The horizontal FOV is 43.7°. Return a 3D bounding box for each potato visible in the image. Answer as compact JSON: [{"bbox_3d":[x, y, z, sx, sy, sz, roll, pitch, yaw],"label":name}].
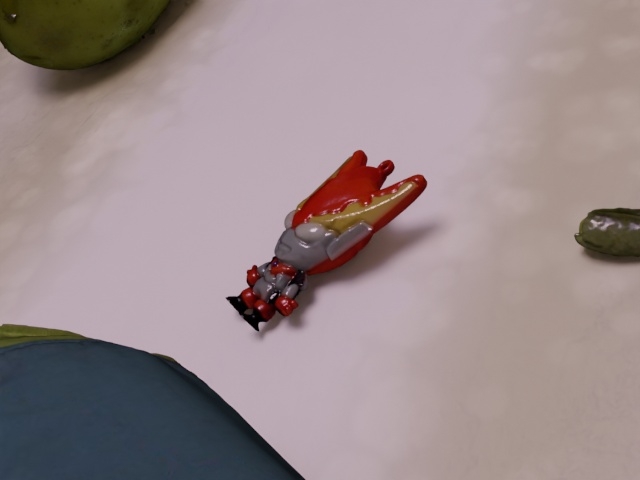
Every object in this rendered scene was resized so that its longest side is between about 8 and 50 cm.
[{"bbox_3d":[-0.275,-0.337,0.957,0.215,0.216,0.304,16,66,36],"label":"potato"}]

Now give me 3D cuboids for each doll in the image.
[{"bbox_3d":[0.000,0.000,0.624,0.169,0.057,0.109,-50,30,-3],"label":"doll"}]

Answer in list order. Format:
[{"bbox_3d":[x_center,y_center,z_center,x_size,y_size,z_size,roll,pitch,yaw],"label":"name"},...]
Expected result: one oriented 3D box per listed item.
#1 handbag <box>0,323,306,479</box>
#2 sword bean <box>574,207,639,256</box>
[{"bbox_3d":[-0.104,0.194,0.352,0.241,0.222,0.263,29,95,39],"label":"handbag"},{"bbox_3d":[0.296,0.003,0.492,0.269,0.038,0.043,6,27,30],"label":"sword bean"}]
